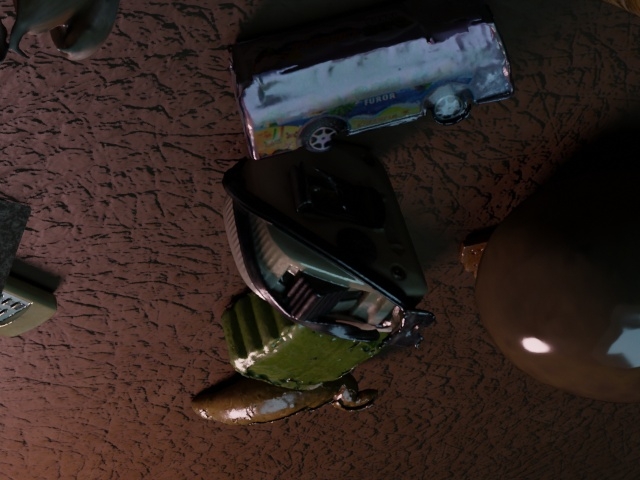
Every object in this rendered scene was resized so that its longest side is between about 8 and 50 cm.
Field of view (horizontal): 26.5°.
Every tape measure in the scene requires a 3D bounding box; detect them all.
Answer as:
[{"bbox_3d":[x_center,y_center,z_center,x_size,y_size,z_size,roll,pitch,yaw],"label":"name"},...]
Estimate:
[{"bbox_3d":[0.000,0.000,1.659,0.231,0.271,0.133,3,145,-32],"label":"tape measure"}]

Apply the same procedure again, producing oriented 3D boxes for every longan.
[{"bbox_3d":[0.423,0.061,1.910,0.404,0.336,0.404,-9,179,0],"label":"longan"}]

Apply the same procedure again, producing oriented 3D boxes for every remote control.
[{"bbox_3d":[-0.454,0.069,1.794,0.098,0.038,0.233,-29,147,20],"label":"remote control"}]

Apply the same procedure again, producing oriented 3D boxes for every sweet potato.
[{"bbox_3d":[-0.057,0.249,2.225,0.310,0.098,0.124,-7,156,-8],"label":"sweet potato"}]

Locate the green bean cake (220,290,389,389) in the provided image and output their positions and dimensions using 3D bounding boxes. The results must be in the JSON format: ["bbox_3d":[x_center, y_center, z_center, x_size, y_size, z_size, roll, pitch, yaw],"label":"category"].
[{"bbox_3d":[-0.020,0.132,2.027,0.200,0.113,0.214,-36,145,30],"label":"green bean cake"}]

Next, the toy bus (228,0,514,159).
[{"bbox_3d":[0.057,-0.193,1.540,0.317,0.112,0.138,-16,140,-2],"label":"toy bus"}]

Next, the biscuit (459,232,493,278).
[{"bbox_3d":[0.258,0.016,2.058,0.119,0.019,0.130,-35,145,30],"label":"biscuit"}]

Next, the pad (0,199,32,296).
[{"bbox_3d":[-0.457,0.051,1.656,0.158,0.003,0.235,13,102,-40],"label":"pad"}]

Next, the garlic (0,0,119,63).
[{"bbox_3d":[-0.290,-0.244,1.166,0.210,0.292,0.237,-32,107,14],"label":"garlic"}]

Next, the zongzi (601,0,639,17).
[{"bbox_3d":[0.354,-0.360,1.406,0.134,0.288,0.286,5,106,-45],"label":"zongzi"}]
